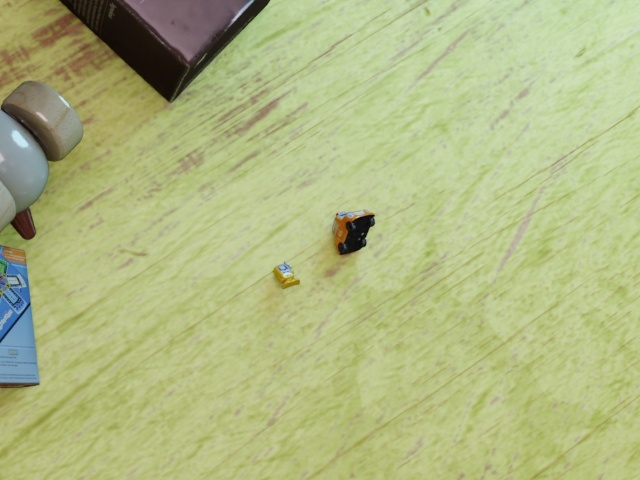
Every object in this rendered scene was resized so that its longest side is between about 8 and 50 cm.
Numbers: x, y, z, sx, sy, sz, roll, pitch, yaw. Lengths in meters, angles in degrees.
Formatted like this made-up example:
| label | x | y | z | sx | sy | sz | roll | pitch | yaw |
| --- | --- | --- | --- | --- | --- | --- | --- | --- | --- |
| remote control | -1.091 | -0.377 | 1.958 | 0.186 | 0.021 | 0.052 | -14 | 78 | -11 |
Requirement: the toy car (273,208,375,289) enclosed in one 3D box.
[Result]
| label | x | y | z | sx | sy | sz | roll | pitch | yaw |
| --- | --- | --- | --- | --- | --- | --- | --- | --- | --- |
| toy car | 0.000 | 0.000 | 1.714 | 0.122 | 0.060 | 0.040 | -26 | 56 | -21 |

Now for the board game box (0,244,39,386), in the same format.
| label | x | y | z | sx | sy | sz | roll | pitch | yaw |
| --- | --- | --- | --- | --- | --- | --- | --- | --- | --- |
| board game box | -0.343 | 0.069 | 1.521 | 0.027 | 0.281 | 0.145 | -8 | 83 | 12 |

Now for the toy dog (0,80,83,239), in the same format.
| label | x | y | z | sx | sy | sz | roll | pitch | yaw |
| --- | --- | --- | --- | --- | --- | --- | --- | --- | --- |
| toy dog | -0.385 | -0.102 | 1.597 | 0.220 | 0.161 | 0.333 | -30 | 56 | -23 |

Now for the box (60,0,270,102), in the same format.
| label | x | y | z | sx | sy | sz | roll | pitch | yaw |
| --- | --- | --- | --- | --- | --- | --- | --- | --- | --- |
| box | -0.167 | -0.286 | 1.662 | 0.203 | 0.167 | 0.168 | 43 | 75 | -3 |
